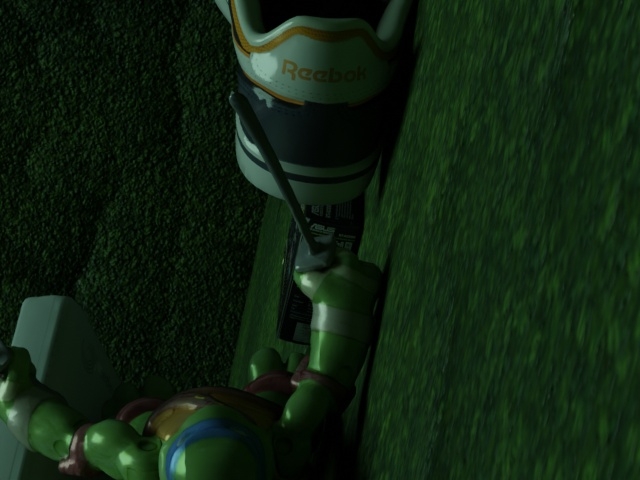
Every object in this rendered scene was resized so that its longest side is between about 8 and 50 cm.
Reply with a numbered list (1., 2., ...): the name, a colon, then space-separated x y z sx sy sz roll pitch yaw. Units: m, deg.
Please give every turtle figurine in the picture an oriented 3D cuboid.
1. turtle figurine: -0.071 0.054 0.907 0.198 0.274 0.266 -44 -5 -8

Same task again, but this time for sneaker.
1. sneaker: -0.003 -0.169 1.063 0.321 0.126 0.127 -100 15 -49

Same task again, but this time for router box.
1. router box: 0.000 0.000 1.114 0.122 0.038 0.092 -87 9 -62

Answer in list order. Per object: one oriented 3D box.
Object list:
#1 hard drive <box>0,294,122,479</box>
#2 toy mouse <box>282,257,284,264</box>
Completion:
1. hard drive: -0.157 0.214 0.996 0.203 0.040 0.307 71 -161 -45
2. toy mouse: 0.000 -0.038 1.262 0.161 0.031 0.143 -85 8 -61
